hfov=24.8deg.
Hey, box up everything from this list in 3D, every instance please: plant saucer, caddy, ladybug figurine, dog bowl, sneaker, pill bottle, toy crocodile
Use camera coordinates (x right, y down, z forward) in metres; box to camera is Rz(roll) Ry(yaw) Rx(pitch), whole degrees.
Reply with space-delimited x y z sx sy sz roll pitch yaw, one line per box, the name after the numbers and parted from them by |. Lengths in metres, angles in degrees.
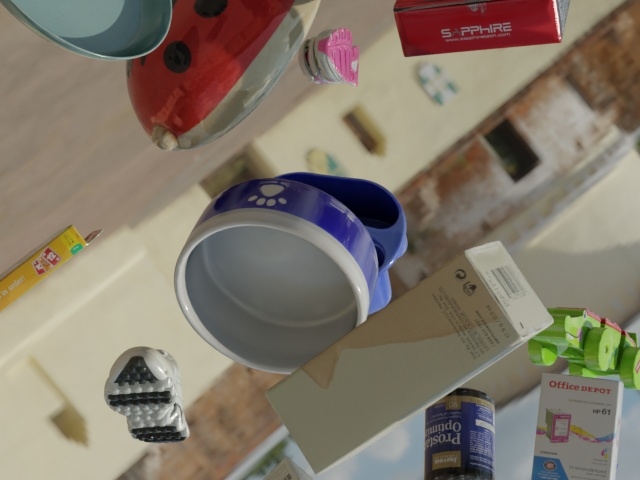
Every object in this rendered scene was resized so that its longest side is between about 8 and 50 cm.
-0.323 -0.350 1.810 0.044 0.317 0.317 -34 -175 34 | plant saucer
0.000 0.000 2.687 0.179 0.341 0.241 64 40 -54 | caddy
-0.159 -0.337 2.182 0.305 0.162 0.449 -2 -123 40 | ladybug figurine
-0.058 0.050 1.961 0.265 0.265 0.104 -37 -160 36 | dog bowl
-0.258 0.210 2.177 0.110 0.118 0.292 0 155 1 | sneaker
0.008 -0.346 2.798 0.111 0.103 0.252 2 175 8 | sneaker
0.236 0.371 2.469 0.123 0.123 0.219 -36 -137 49 | pill bottle
0.410 0.156 2.201 0.115 0.340 0.105 1 -106 37 | toy crocodile

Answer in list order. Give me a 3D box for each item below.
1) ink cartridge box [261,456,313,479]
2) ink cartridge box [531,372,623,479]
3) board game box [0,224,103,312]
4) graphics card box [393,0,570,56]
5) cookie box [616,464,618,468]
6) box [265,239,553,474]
-0.041 0.350 1.823 0.099 0.056 0.135 -44 -153 3 | ink cartridge box
0.285 0.210 1.610 0.088 0.122 0.052 5 173 18 | ink cartridge box
-0.349 0.061 1.563 0.259 0.039 0.124 -36 -172 -14 | board game box
0.258 -0.402 2.152 0.233 0.094 0.371 -4 -145 18 | graphics card box
0.453 0.367 2.535 0.092 0.107 0.040 -4 136 -22 | cookie box
0.103 0.138 1.712 0.311 0.121 0.148 -36 171 21 | box
